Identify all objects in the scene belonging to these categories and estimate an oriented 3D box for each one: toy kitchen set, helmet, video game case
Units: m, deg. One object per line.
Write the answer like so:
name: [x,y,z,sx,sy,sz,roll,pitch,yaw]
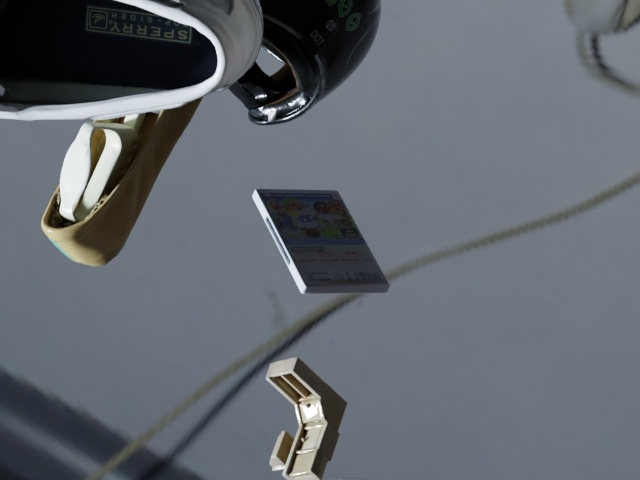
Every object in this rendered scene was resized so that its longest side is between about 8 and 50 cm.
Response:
toy kitchen set: [-0.033,0.162,1.710,0.068,0.083,0.075,-16,131,39]
helmet: [-0.030,-0.196,1.651,0.169,0.161,0.169,15,140,13]
video game case: [0.000,0.000,1.700,0.087,0.122,0.011,0,134,-31]

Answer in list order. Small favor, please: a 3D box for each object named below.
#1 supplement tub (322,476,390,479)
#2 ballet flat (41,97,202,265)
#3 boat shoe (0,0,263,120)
supplement tub: [0.004,0.233,0.323,0.241,0.241,0.331,29,97,4]
ballet flat: [-0.146,-0.092,1.504,0.080,0.073,0.232,19,84,38]
boat shoe: [-0.159,-0.105,0.933,0.258,0.084,0.095,-1,108,8]
